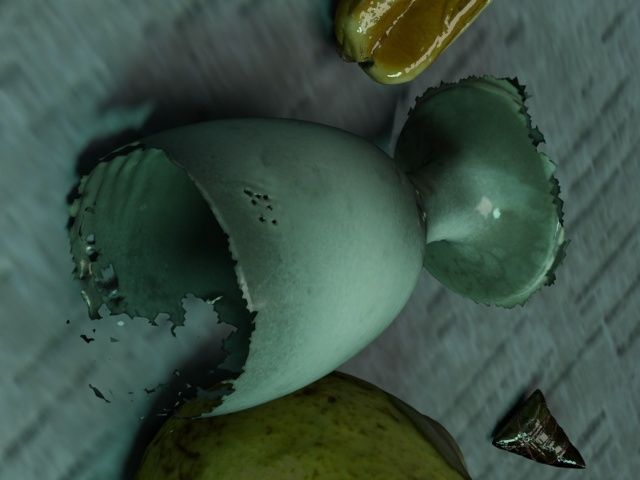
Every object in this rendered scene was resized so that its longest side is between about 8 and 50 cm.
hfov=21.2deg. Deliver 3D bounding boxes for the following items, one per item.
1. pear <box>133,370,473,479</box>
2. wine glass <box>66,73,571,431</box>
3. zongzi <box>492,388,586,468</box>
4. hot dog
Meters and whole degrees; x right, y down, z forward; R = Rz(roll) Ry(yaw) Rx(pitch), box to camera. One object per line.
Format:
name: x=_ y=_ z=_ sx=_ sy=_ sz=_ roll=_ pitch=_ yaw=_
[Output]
pear: x=-0.005 y=0.222 z=1.221 sx=0.271 sy=0.271 sz=0.271 roll=-26 pitch=129 yaw=-37
wine glass: x=0.003 y=-0.004 z=1.148 sx=0.357 sy=0.190 sz=0.191 roll=-18 pitch=124 yaw=-42
zongzi: x=0.202 y=0.187 z=1.600 sx=0.083 sy=0.073 sz=0.067 roll=40 pitch=77 yaw=-11
hot dog: x=0.100 y=-0.218 z=1.214 sx=0.102 sy=0.076 sz=0.249 roll=41 pitch=86 yaw=-23
